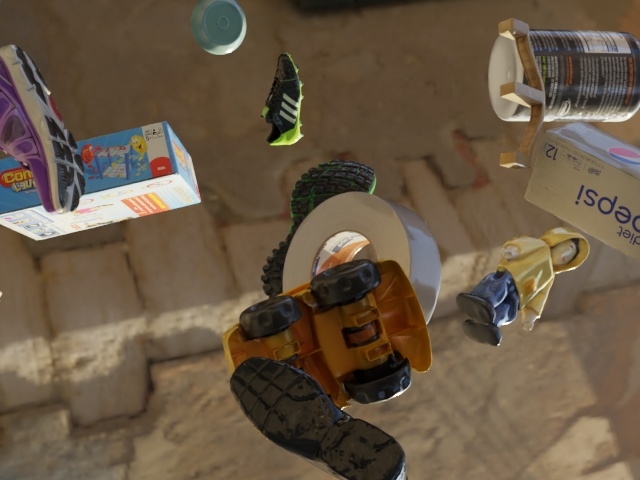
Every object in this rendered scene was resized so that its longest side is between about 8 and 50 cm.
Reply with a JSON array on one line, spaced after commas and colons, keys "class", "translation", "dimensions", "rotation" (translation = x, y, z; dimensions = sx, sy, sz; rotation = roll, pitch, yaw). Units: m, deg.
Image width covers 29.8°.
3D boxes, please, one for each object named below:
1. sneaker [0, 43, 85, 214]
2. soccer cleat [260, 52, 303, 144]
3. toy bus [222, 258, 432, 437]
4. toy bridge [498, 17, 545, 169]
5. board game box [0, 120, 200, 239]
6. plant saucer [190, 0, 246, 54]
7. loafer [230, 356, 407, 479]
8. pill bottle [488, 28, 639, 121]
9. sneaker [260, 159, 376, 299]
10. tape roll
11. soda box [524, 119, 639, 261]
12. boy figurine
[{"class": "sneaker", "translation": [-0.270, -0.094, 1.100], "dimensions": [0.170, 0.071, 0.068], "rotation": [64, 8, 14]}, {"class": "soccer cleat", "translation": [-0.070, -0.250, 2.162], "dimensions": [0.060, 0.072, 0.179], "rotation": [-130, -149, -50]}, {"class": "toy bus", "translation": [-0.019, 0.111, 1.360], "dimensions": [0.211, 0.220, 0.149], "rotation": [9, -61, 67]}, {"class": "toy bridge", "translation": [0.246, -0.177, 1.459], "dimensions": [0.026, 0.063, 0.188], "rotation": [-11, -108, 47]}, {"class": "board game box", "translation": [-0.368, -0.091, 1.975], "dimensions": [0.308, 0.302, 0.086], "rotation": [85, -9, -83]}, {"class": "plant saucer", "translation": [-0.195, -0.424, 2.349], "dimensions": [0.021, 0.119, 0.119], "rotation": [9, -71, 61]}, {"class": "loafer", "translation": [-0.003, 0.154, 0.970], "dimensions": [0.170, 0.062, 0.061], "rotation": [34, -15, 28]}, {"class": "pill bottle", "translation": [0.373, -0.233, 1.709], "dimensions": [0.130, 0.245, 0.130], "rotation": [180, -90, -77]}, {"class": "sneaker", "translation": [0.000, 0.000, 2.122], "dimensions": [0.343, 0.134, 0.146], "rotation": [-62, 155, -27]}, {"class": "tape roll", "translation": [0.053, 0.048, 1.605], "dimensions": [0.219, 0.072, 0.219], "rotation": [-13, -110, 39]}, {"class": "soda box", "translation": [0.389, -0.037, 1.421], "dimensions": [0.286, 0.091, 0.098], "rotation": [32, -56, 30]}, {"class": "boy figurine", "translation": [0.357, 0.072, 2.085], "dimensions": [0.092, 0.285, 0.177], "rotation": [17, -48, 47]}]
